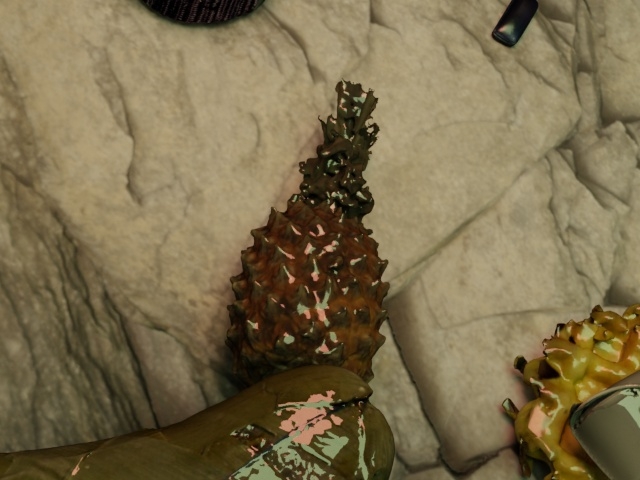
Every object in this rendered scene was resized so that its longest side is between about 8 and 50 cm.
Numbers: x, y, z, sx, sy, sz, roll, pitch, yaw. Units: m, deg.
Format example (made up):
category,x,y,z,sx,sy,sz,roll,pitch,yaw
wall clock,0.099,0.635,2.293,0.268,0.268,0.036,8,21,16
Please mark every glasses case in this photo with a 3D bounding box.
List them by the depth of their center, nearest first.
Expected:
category,x,y,z,sx,sy,sz,roll,pitch,yaw
glasses case,0.417,0.167,1.560,0.308,0.083,0.128,-22,72,-21
glasses case,0.241,-0.274,1.816,0.033,0.023,0.083,33,62,-1

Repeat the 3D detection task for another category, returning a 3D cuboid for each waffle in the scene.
category,x,y,z,sx,sy,sz,roll,pitch,yaw
waffle,0.397,0.239,1.615,0.382,0.095,0.380,-12,71,-20

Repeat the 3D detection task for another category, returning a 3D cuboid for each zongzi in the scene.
category,x,y,z,sx,sy,sz,roll,pitch,yaw
zongzi,-0.153,0.203,1.366,0.393,0.174,0.356,38,80,7

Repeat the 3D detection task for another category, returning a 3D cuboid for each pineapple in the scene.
category,x,y,z,sx,sy,sz,roll,pitch,yaw
pineapple,0.000,0.000,1.555,0.175,0.175,0.361,19,50,-11

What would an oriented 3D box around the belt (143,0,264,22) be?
category,x,y,z,sx,sy,sz,roll,pitch,yaw
belt,-0.121,-0.405,1.693,0.260,0.122,0.325,15,64,-8
